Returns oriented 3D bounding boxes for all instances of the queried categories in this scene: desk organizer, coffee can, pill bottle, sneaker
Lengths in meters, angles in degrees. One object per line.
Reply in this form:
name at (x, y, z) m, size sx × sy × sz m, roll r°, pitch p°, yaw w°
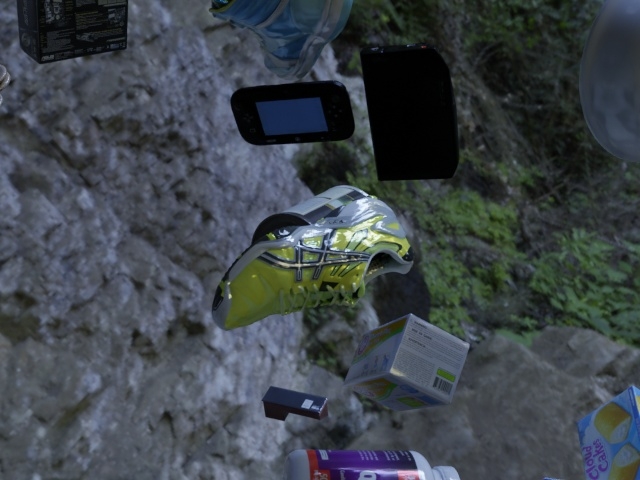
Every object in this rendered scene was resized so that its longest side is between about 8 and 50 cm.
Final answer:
desk organizer at (-0.051, 0.345, 1.586) m, size 0.130 × 0.050 × 0.047 m, roll 8°, pitch 34°, yaw 21°
coffee can at (0.000, 0.000, 1.763) m, size 0.201 × 0.201 × 0.275 m, roll -17°, pitch 7°, yaw 34°
pill bottle at (0.093, 0.485, 1.440) m, size 0.323 × 0.181 × 0.181 m, roll 3°, pitch 27°, yaw -9°
sneaker at (-0.089, -0.350, 1.179) m, size 0.319 × 0.208 × 0.127 m, roll 151°, pitch 127°, yaw -69°
sneaker at (-0.007, 0.054, 1.322) m, size 0.384 × 0.145 × 0.147 m, roll -29°, pitch 59°, yaw -19°

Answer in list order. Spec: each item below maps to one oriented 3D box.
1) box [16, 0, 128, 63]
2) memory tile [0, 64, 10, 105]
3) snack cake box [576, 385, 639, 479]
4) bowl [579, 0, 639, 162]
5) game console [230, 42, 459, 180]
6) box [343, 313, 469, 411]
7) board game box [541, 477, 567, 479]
box at (-0.444, -0.412, 1.384) m, size 0.180 × 0.147 × 0.077 m, roll -24°, pitch 50°, yaw -38°
memory tile at (-0.387, -0.125, 0.769) m, size 0.148 × 0.012 × 0.113 m, roll -11°, pitch 52°, yaw 6°
snack cake box at (0.576, 0.423, 1.432) m, size 0.152 × 0.089 × 0.264 m, roll -47°, pitch 17°, yaw 33°
bowl at (0.522, -0.240, 1.074) m, size 0.298 × 0.298 × 0.134 m, roll -39°, pitch 29°, yaw -5°
game console at (0.034, -0.191, 1.219) m, size 0.361 × 0.213 × 0.044 m, roll -1°, pitch 30°, yaw 19°
box at (0.134, 0.204, 1.252) m, size 0.103 × 0.114 × 0.203 m, roll -66°, pitch 10°, yaw -22°
board game box at (0.517, 0.576, 1.622) m, size 0.033 × 0.168 × 0.133 m, roll 177°, pitch 102°, yaw -83°
